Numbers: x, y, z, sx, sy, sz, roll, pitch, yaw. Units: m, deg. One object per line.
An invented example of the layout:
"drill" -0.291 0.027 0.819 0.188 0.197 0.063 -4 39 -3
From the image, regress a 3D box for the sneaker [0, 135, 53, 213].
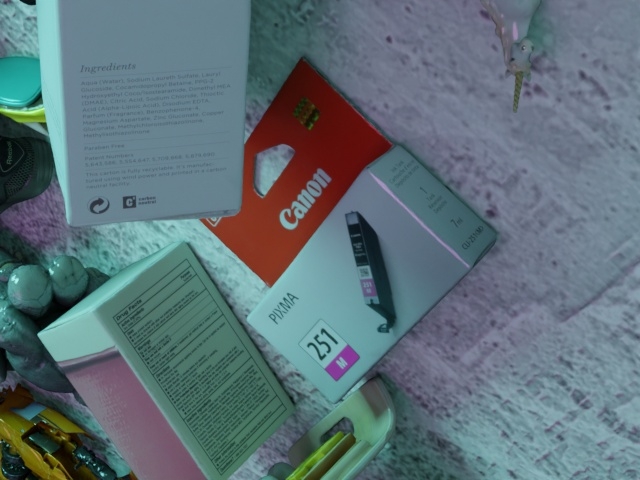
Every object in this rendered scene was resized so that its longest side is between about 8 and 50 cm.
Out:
"sneaker" -0.410 -0.064 1.394 0.228 0.130 0.087 -22 64 45

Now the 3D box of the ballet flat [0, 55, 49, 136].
"ballet flat" -0.265 -0.140 1.277 0.231 0.077 0.077 7 140 34

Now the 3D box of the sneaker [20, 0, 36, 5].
"sneaker" -0.356 -0.357 1.149 0.341 0.125 0.139 44 139 6

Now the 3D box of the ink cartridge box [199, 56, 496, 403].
"ink cartridge box" 0.000 0.000 1.170 0.239 0.060 0.275 43 137 4

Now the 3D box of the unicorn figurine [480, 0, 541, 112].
"unicorn figurine" 0.134 -0.195 0.926 0.162 0.060 0.111 50 141 22

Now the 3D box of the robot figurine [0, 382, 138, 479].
"robot figurine" -0.325 0.321 1.649 0.291 0.085 0.211 32 135 18

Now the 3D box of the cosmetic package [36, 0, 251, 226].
"cosmetic package" -0.147 -0.226 0.986 0.217 0.156 0.385 -112 23 -46

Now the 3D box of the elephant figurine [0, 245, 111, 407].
"elephant figurine" -0.344 0.087 1.468 0.169 0.186 0.239 23 168 -33

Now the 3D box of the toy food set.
"toy food set" -0.071 0.265 1.232 0.092 0.306 0.219 47 139 4

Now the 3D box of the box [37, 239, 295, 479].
"box" -0.164 0.143 1.340 0.127 0.149 0.232 -23 103 47

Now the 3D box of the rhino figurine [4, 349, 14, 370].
"rhino figurine" -0.451 0.172 1.624 0.073 0.106 0.243 51 138 -4
